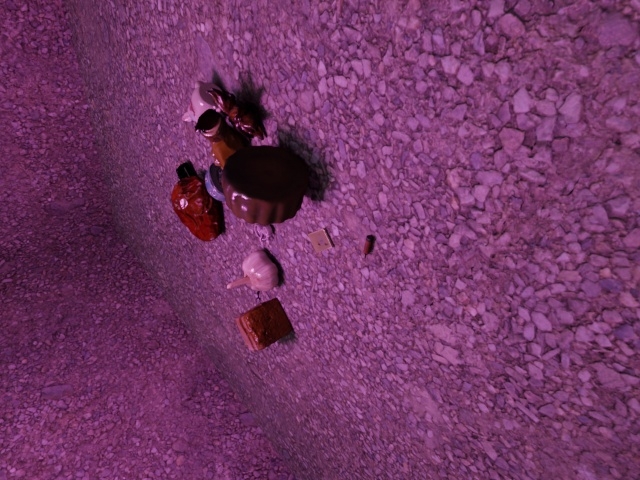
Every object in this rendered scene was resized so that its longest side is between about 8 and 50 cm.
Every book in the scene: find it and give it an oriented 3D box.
[{"bbox_3d":[-0.001,0.000,1.615,0.111,0.014,0.077,-20,97,57],"label":"book"}]

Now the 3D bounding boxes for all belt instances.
[{"bbox_3d":[-0.419,-0.254,1.883,0.163,0.148,0.082,42,145,-10],"label":"belt"}]

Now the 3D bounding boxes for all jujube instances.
[{"bbox_3d":[-0.597,-0.144,2.161,0.216,0.216,0.342,30,150,39],"label":"jujube"}]

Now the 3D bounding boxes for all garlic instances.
[{"bbox_3d":[-0.311,0.159,1.964,0.199,0.226,0.199,39,143,39],"label":"garlic"}]

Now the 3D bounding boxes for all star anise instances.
[{"bbox_3d":[-0.289,-0.467,1.579,0.272,0.102,0.272,40,172,7],"label":"star anise"}]

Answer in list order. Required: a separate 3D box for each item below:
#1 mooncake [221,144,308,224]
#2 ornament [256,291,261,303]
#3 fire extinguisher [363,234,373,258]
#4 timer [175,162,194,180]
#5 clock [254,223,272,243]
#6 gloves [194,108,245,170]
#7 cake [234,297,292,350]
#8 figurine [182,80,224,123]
[{"bbox_3d":[-0.192,-0.183,1.494,0.290,0.290,0.161,45,146,23],"label":"mooncake"},{"bbox_3d":[-0.297,0.243,2.129,0.073,0.028,0.125,133,139,-55],"label":"ornament"},{"bbox_3d":[0.151,0.021,1.414,0.022,0.028,0.083,15,133,7],"label":"fire extinguisher"},{"bbox_3d":[-0.668,-0.303,2.265,0.144,0.055,0.187,-13,107,58],"label":"timer"},{"bbox_3d":[-0.241,-0.033,1.894,0.129,0.041,0.087,2,111,59],"label":"clock"},{"bbox_3d":[-0.370,-0.369,1.717,0.154,0.141,0.331,47,170,23],"label":"gloves"},{"bbox_3d":[-0.303,0.414,2.170,0.293,0.198,0.196,-23,97,58],"label":"cake"},{"bbox_3d":[-0.464,-0.516,1.767,0.155,0.127,0.235,34,150,-16],"label":"figurine"}]
